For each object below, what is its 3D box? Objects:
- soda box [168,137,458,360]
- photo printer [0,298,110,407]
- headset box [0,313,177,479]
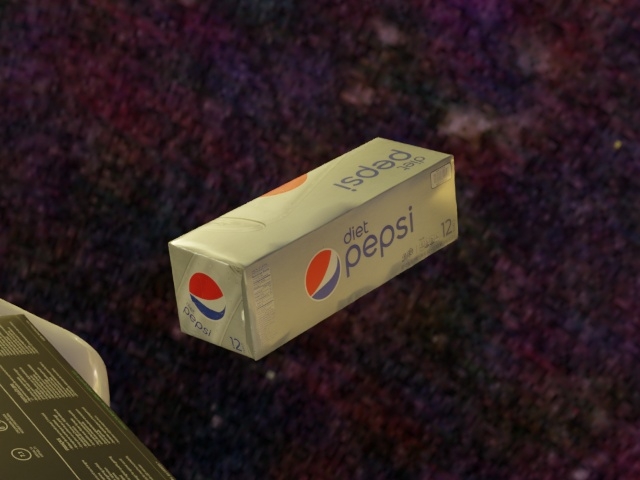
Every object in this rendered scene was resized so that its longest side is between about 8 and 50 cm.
[{"bbox_3d":[0.000,0.000,1.434,0.098,0.091,0.286,17,33,40],"label":"soda box"},{"bbox_3d":[-0.327,0.146,1.311,0.307,0.107,0.256,27,41,-12],"label":"photo printer"},{"bbox_3d":[-0.267,0.169,1.000,0.283,0.131,0.246,-4,30,-41],"label":"headset box"}]
